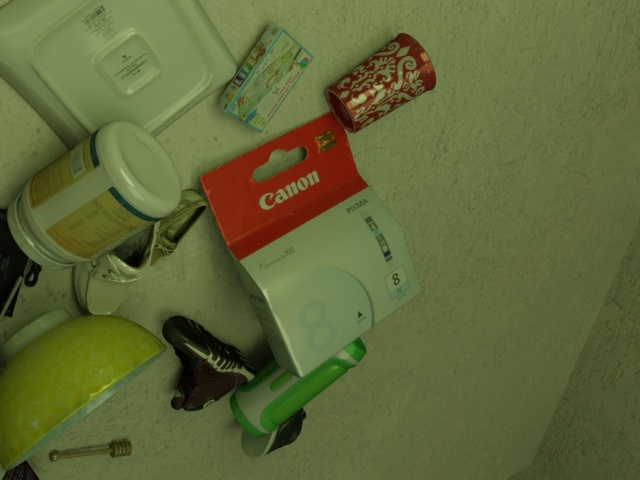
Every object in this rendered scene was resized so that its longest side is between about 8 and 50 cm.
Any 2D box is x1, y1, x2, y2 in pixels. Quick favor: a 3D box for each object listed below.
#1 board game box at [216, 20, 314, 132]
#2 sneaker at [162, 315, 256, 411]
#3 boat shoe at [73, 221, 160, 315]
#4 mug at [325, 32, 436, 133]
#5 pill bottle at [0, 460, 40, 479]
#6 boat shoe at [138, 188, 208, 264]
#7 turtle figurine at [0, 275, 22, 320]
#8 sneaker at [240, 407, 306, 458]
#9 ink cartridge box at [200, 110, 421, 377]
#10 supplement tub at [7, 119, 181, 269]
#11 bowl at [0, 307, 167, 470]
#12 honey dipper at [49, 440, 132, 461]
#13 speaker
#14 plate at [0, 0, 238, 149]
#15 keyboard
[{"bbox_3d":[-0.086,-0.255,1.029,0.154,0.026,0.103,-54,151,8],"label":"board game box"},{"bbox_3d":[-0.252,0.263,1.267,0.162,0.106,0.281,-43,141,0],"label":"sneaker"},{"bbox_3d":[-0.314,0.024,1.015,0.098,0.096,0.277,-3,128,-43],"label":"boat shoe"},{"bbox_3d":[0.108,-0.259,1.149,0.169,0.113,0.150,-35,137,-9],"label":"mug"},{"bbox_3d":[-0.565,0.407,1.047,0.181,0.181,0.323,-26,136,-23],"label":"pill bottle"},{"bbox_3d":[-0.248,-0.015,1.082,0.153,0.048,0.056,-48,140,1],"label":"boat shoe"},{"bbox_3d":[-0.559,0.141,0.883,0.266,0.275,0.198,-29,160,14],"label":"turtle figurine"},{"bbox_3d":[-0.073,0.367,1.523,0.296,0.104,0.147,-62,156,3],"label":"sneaker"},{"bbox_3d":[0.000,0.000,1.151,0.308,0.091,0.385,-31,113,-26],"label":"ink cartridge box"},{"bbox_3d":[-0.307,-0.057,0.882,0.199,0.144,0.144,-28,144,18],"label":"supplement tub"},{"bbox_3d":[-0.403,0.200,1.011,0.289,0.156,0.289,-39,177,-2],"label":"bowl"},{"bbox_3d":[-0.452,0.420,1.276,0.160,0.030,0.030,6,118,-42],"label":"honey dipper"},{"bbox_3d":[-0.048,0.287,1.381,0.296,0.131,0.131,-40,141,7],"label":"speaker"},{"bbox_3d":[-0.266,-0.246,0.881,0.277,0.045,0.278,-40,140,-8],"label":"plate"},{"bbox_3d":[-0.464,0.036,0.957,0.108,0.023,0.180,8,117,-37],"label":"keyboard"}]
